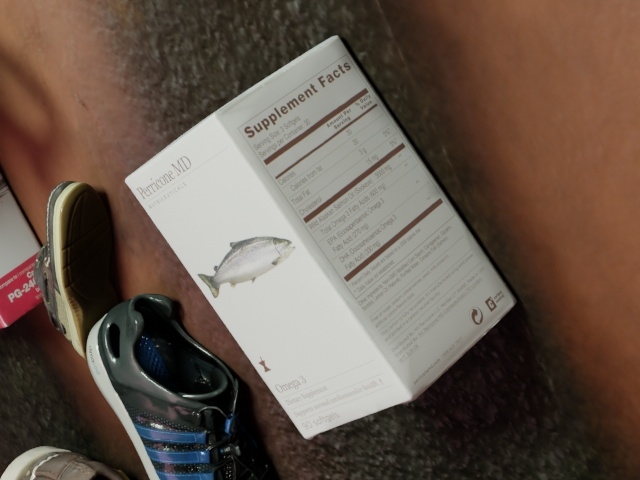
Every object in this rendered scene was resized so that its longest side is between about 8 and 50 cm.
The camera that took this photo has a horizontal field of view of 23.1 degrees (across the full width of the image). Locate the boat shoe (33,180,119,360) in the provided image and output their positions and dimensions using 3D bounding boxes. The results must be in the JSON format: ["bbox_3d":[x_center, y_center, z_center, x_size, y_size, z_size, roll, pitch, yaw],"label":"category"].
[{"bbox_3d":[-0.175,0.021,1.081,0.049,0.056,0.152,21,133,25],"label":"boat shoe"}]

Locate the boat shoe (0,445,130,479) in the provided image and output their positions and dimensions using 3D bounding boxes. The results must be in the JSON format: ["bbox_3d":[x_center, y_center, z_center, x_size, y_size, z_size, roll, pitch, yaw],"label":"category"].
[{"bbox_3d":[-0.153,0.314,1.249,0.096,0.116,0.324,-4,111,49],"label":"boat shoe"}]

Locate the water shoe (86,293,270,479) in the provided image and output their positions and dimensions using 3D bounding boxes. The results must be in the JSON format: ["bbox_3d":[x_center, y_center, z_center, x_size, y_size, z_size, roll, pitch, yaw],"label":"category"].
[{"bbox_3d":[-0.084,0.129,1.065,0.203,0.073,0.080,52,139,-2],"label":"water shoe"}]

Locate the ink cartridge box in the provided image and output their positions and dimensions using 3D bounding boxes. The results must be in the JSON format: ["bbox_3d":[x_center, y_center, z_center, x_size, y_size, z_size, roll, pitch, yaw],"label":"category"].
[{"bbox_3d":[-0.272,-0.011,1.145,0.109,0.063,0.150,-7,114,47],"label":"ink cartridge box"}]

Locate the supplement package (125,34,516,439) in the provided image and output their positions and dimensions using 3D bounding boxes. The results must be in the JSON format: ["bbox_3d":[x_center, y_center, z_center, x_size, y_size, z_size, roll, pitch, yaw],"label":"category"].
[{"bbox_3d":[0.000,0.000,0.854,0.179,0.105,0.105,55,142,-4],"label":"supplement package"}]
